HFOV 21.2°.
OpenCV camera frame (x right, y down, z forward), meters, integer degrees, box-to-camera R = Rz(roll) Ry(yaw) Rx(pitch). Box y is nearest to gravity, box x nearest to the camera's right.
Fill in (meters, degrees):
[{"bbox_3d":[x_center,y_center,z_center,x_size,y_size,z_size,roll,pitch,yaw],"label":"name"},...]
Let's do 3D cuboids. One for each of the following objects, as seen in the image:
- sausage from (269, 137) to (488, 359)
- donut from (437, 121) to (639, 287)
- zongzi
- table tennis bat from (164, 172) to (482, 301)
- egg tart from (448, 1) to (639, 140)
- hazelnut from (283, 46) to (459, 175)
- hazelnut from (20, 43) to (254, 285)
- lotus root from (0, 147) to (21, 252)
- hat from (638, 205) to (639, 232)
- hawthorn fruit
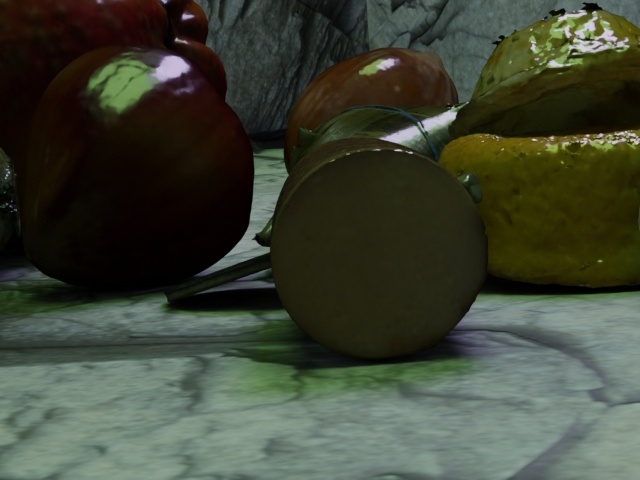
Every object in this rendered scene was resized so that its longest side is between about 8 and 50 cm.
[{"bbox_3d":[0.029,-0.003,1.056,0.123,0.123,0.253,-4,5,-2],"label":"sausage"},{"bbox_3d":[0.202,-0.032,1.292,0.278,0.108,0.277,-4,5,0],"label":"donut"},{"bbox_3d":[-0.001,-0.039,1.538,0.274,0.125,0.251,-23,10,-30],"label":"zongzi"},{"bbox_3d":[0.000,0.000,1.237,0.246,0.022,0.138,-19,0,19],"label":"table tennis bat"},{"bbox_3d":[0.208,-0.127,1.416,0.213,0.090,0.212,-9,-20,-4],"label":"egg tart"},{"bbox_3d":[0.061,-0.118,1.844,0.214,0.176,0.214,-46,-7,-8],"label":"hazelnut"},{"bbox_3d":[-0.161,-0.048,1.373,0.208,0.208,0.208,-4,6,0],"label":"hazelnut"},{"bbox_3d":[-0.399,-0.034,1.502,0.275,0.152,0.160,-4,-4,-18],"label":"lotus root"},{"bbox_3d":[0.322,-0.078,1.102,0.149,0.244,0.214,24,-28,-8],"label":"hat"},{"bbox_3d":[-0.305,-0.159,1.755,0.403,0.402,0.403,-4,6,0],"label":"hawthorn fruit"}]
